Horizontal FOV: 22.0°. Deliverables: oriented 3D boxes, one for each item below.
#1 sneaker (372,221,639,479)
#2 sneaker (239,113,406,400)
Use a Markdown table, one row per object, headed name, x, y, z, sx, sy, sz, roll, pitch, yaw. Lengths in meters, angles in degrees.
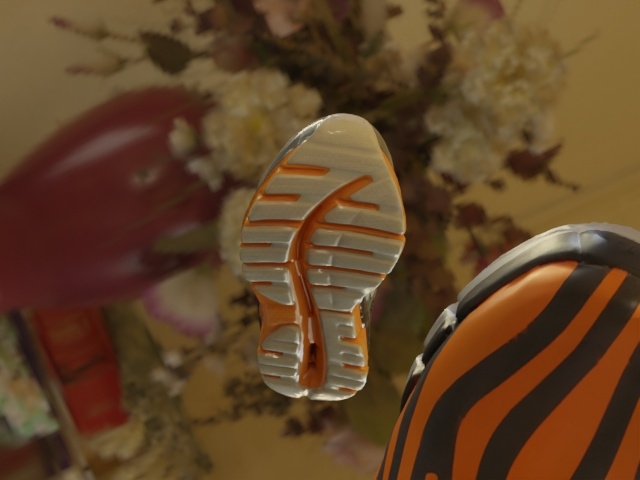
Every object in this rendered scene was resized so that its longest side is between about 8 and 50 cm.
| name | x | y | z | sx | sy | sz | roll | pitch | yaw |
| --- | --- | --- | --- | --- | --- | --- | --- | --- | --- |
| sneaker | 0.038 | 0.151 | 0.551 | 0.125 | 0.180 | 0.321 | 29 | -52 | 9 |
| sneaker | 0.000 | 0.000 | 0.898 | 0.215 | 0.084 | 0.083 | 101 | -1 | -52 |
